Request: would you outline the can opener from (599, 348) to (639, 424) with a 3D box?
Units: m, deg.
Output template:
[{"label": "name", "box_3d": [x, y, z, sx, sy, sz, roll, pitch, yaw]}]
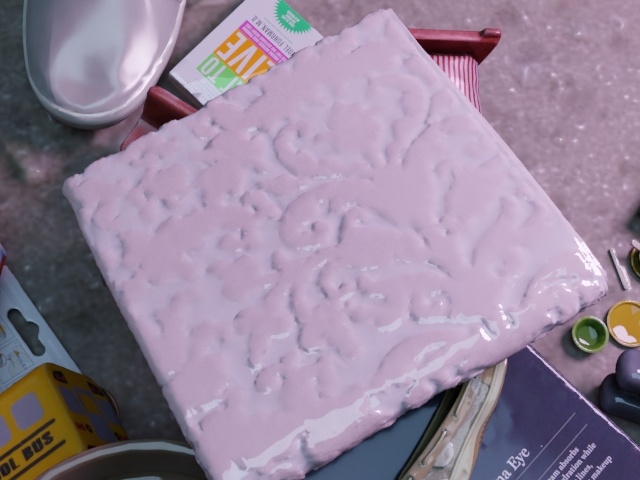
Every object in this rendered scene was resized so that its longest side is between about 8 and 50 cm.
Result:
[{"label": "can opener", "box_3d": [0.416, 0.162, 0.981, 0.283, 0.076, 0.095, 19, 42, 1]}]

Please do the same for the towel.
[{"label": "towel", "box_3d": [0.000, 0.000, 0.795, 0.331, 0.053, 0.317, -29, 64, -9]}]

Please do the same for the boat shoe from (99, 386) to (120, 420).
[{"label": "boat shoe", "box_3d": [-0.200, 0.217, 0.913, 0.064, 0.060, 0.178, -14, 77, -8]}]

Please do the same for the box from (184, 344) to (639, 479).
[{"label": "box", "box_3d": [0.074, 0.240, 0.866, 0.312, 0.179, 0.343, 44, 76, 8]}]

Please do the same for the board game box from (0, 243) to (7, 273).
[{"label": "board game box", "box_3d": [-0.375, 0.073, 0.820, 0.142, 0.144, 0.275, -10, 44, 9]}]

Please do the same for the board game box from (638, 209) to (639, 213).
[{"label": "board game box", "box_3d": [0.471, -0.006, 1.035, 0.259, 0.030, 0.136, 36, 68, 6]}]

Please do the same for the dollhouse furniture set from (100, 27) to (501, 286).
[{"label": "dollhouse furniture set", "box_3d": [-0.021, -0.078, 0.938, 0.374, 0.152, 0.201, -2, 75, -12]}]

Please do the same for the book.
[{"label": "book", "box_3d": [-0.074, -0.185, 1.049, 0.096, 0.035, 0.144, 42, 75, 2]}]

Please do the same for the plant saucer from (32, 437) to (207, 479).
[{"label": "plant saucer", "box_3d": [-0.126, 0.285, 0.730, 0.277, 0.041, 0.278, 0, 76, -2]}]

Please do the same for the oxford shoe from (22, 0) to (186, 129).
[{"label": "oxford shoe", "box_3d": [-0.205, -0.332, 1.028, 0.169, 0.130, 0.450, 13, 76, -2]}]

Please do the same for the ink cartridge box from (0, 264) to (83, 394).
[{"label": "ink cartridge box", "box_3d": [-0.337, 0.128, 0.947, 0.179, 0.045, 0.145, -33, 79, -27]}]

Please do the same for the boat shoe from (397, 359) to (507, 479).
[{"label": "boat shoe", "box_3d": [0.104, 0.128, 0.780, 0.048, 0.056, 0.153, 21, 81, -2]}]

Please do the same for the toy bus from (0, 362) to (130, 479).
[{"label": "toy bus", "box_3d": [-0.313, 0.254, 0.838, 0.332, 0.108, 0.130, -37, 67, 3]}]

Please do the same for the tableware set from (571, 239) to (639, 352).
[{"label": "tableware set", "box_3d": [0.316, 0.053, 1.015, 0.154, 0.024, 0.104, -15, 77, -8]}]
